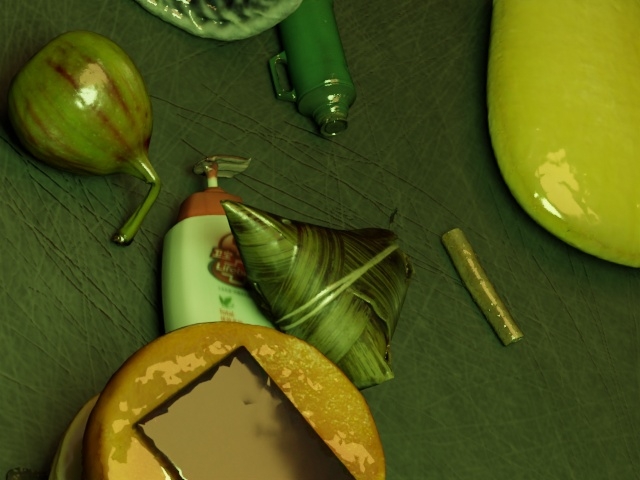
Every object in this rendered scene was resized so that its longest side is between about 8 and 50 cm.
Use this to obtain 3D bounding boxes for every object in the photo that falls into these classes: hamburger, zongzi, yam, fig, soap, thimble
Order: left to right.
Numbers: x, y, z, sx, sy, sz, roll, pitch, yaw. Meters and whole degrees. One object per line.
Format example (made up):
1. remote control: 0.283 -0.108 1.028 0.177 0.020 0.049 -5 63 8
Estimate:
1. fig: -0.222 -0.119 1.750 0.186 0.142 0.148 36 71 11
2. thimble: -0.119 -0.350 1.947 0.245 0.217 0.157 18 44 -2
3. hamburger: -0.093 0.220 1.528 0.291 0.225 0.291 12 56 -19
4. zongzi: 0.000 0.000 1.754 0.241 0.111 0.247 59 25 -20
5. yam: 0.181 0.053 1.983 0.032 0.032 0.145 -15 68 -41
6. soap: 0.336 -0.150 2.179 0.306 0.115 0.427 23 49 -25

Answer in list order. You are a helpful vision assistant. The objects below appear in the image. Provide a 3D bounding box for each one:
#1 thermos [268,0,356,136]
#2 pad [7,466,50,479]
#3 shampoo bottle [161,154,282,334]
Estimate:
1. thermos: -0.008 -0.206 2.010 0.083 0.073 0.187 8 55 -36
2. pad: -0.126 0.321 1.594 0.330 0.004 0.220 12 53 -27
3. shampoo bottle: -0.093 0.026 1.782 0.153 0.071 0.284 17 51 -35
